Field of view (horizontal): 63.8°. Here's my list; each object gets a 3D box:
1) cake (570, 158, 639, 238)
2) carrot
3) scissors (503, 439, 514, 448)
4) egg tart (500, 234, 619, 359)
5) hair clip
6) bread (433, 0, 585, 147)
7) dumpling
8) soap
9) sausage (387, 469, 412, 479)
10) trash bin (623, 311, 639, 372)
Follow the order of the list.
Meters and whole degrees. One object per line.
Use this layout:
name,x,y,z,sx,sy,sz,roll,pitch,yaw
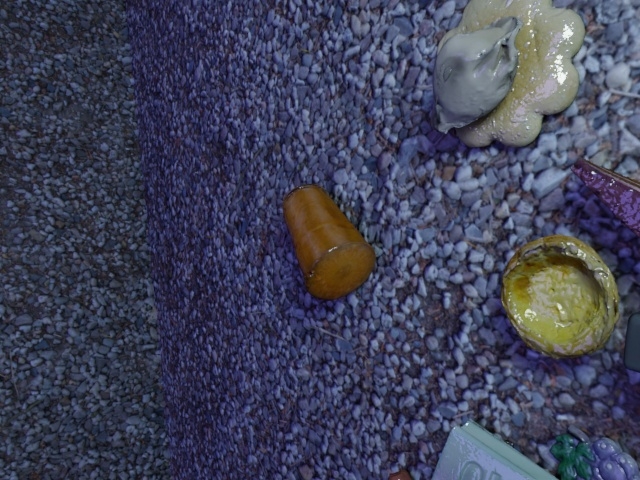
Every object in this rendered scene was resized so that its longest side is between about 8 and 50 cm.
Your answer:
cake,0.506,-0.039,0.755,0.295,0.116,0.113,50,124,32
carrot,0.000,0.000,1.312,0.254,0.196,0.196,57,132,39
scissors,0.351,0.552,1.050,0.160,0.024,0.317,19,105,48
egg tart,0.414,0.093,0.889,0.212,0.090,0.213,9,101,51
hair clip,0.483,0.396,0.874,0.195,0.052,0.124,25,102,55
bread,0.338,-0.325,0.978,0.316,0.054,0.316,3,94,48
dumpling,0.270,-0.314,0.941,0.247,0.142,0.172,-47,23,48
soap,0.348,0.480,0.973,0.261,0.094,0.150,27,107,42
sausage,0.203,0.622,1.201,0.062,0.062,0.154,-34,67,46
trash bin,0.551,0.150,0.666,0.236,0.176,0.101,10,102,52
